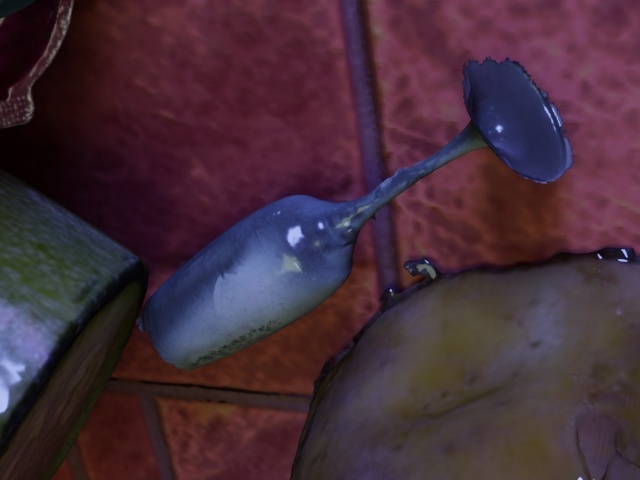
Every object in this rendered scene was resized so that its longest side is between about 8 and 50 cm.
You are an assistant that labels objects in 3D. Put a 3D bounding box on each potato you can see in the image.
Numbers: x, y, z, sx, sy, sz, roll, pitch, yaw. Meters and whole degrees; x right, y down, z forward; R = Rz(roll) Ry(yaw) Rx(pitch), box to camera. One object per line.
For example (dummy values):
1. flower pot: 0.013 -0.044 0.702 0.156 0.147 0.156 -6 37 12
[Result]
1. potato: 0.093 0.186 0.583 0.300 0.237 0.289 1 122 20

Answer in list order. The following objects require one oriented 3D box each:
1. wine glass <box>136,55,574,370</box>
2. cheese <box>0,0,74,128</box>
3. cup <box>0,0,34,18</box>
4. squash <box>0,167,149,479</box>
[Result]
1. wine glass: 0.000 0.000 0.605 0.262 0.074 0.074 -32 106 36
2. cheese: -0.194 -0.170 0.571 0.155 0.062 0.244 -10 104 21
3. cup: -0.165 -0.177 0.446 0.299 0.173 0.168 -15 92 -4
4. squash: -0.313 0.025 0.626 0.384 0.263 0.263 30 128 2
